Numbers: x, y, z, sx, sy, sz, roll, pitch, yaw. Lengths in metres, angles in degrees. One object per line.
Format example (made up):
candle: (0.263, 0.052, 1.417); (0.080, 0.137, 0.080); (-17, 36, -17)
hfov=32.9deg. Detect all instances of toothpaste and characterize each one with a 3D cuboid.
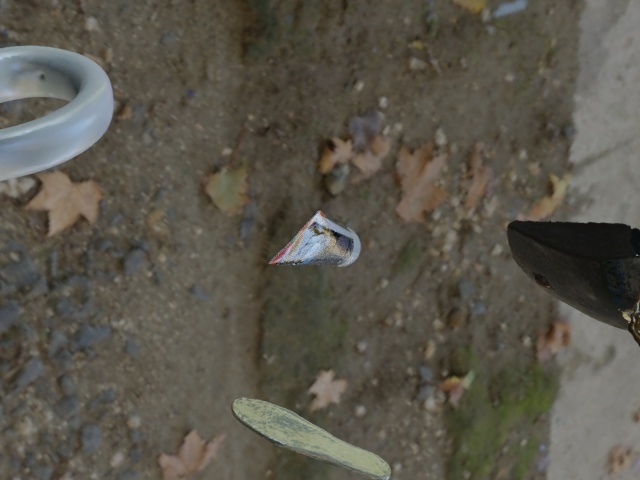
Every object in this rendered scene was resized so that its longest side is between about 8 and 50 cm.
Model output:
toothpaste: (0.000, 0.000, 1.112); (0.071, 0.045, 0.193); (-47, 166, 10)

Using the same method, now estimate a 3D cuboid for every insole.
insole: (-0.010, 0.218, 1.186); (0.192, 0.063, 0.010); (24, 114, -6)

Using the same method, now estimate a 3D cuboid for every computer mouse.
computer mouse: (0.370, 0.055, 1.458); (0.168, 0.295, 0.087); (50, 63, -35)

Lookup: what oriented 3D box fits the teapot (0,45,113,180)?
teapot: (-0.347, -0.108, 0.710); (0.424, 0.280, 0.252); (7, 124, 3)

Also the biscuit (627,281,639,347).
biscuit: (0.431, 0.045, 1.054); (0.013, 0.237, 0.232); (97, 13, -58)
